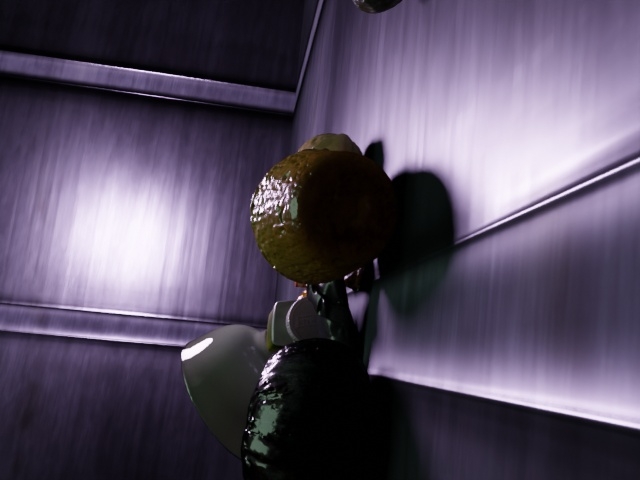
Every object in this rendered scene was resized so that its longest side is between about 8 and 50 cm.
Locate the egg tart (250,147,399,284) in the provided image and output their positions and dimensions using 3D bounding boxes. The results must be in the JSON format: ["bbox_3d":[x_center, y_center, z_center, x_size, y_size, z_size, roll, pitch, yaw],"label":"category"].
[{"bbox_3d":[0.017,-0.034,0.818,0.147,0.203,0.202,180,96,-68],"label":"egg tart"}]

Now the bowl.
[{"bbox_3d":[-0.149,0.336,1.440,0.185,0.354,0.354,-37,18,8],"label":"bowl"}]

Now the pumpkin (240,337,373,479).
[{"bbox_3d":[-0.012,0.245,0.793,0.233,0.163,0.233,8,-90,-86],"label":"pumpkin"}]

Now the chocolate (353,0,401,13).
[{"bbox_3d":[0.097,-0.426,0.785,0.110,0.110,0.248,-96,14,-59],"label":"chocolate"}]

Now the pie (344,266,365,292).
[{"bbox_3d":[0.052,0.041,0.989,0.191,0.033,0.088,179,108,-75],"label":"pie"}]

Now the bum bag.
[{"bbox_3d":[0.018,0.124,0.953,0.123,0.060,0.248,168,88,-76],"label":"bum bag"}]

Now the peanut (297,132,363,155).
[{"bbox_3d":[0.000,-0.103,1.129,0.313,0.149,0.149,125,151,-62],"label":"peanut"}]

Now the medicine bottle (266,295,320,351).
[{"bbox_3d":[-0.028,0.161,1.110,0.188,0.132,0.088,120,155,-71],"label":"medicine bottle"}]

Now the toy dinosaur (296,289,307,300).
[{"bbox_3d":[-0.032,0.154,1.538,0.212,0.057,0.142,-53,10,54],"label":"toy dinosaur"}]

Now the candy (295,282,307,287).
[{"bbox_3d":[-0.034,0.072,1.515,0.122,0.062,0.038,-97,14,-60],"label":"candy"}]
